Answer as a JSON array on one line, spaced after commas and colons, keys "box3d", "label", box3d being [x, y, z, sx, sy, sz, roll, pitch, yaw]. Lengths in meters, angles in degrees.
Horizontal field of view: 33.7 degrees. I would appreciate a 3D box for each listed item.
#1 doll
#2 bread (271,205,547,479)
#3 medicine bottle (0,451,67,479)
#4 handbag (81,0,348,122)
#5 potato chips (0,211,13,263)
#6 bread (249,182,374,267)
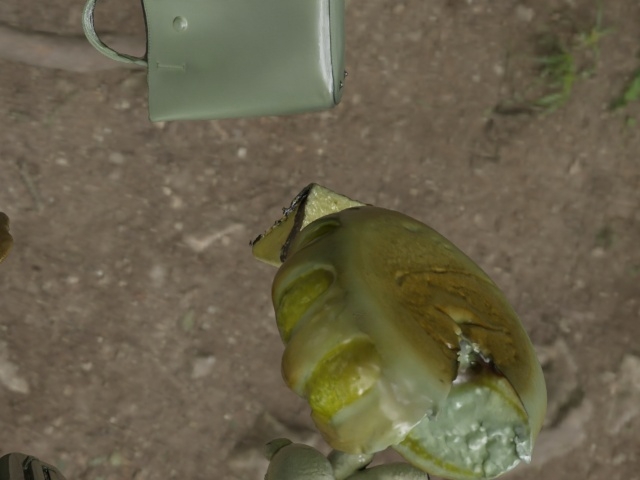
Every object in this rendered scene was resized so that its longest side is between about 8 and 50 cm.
[{"box3d": [0.039, 0.400, 1.608, 0.278, 0.175, 0.149, 11, 111, -16], "label": "doll"}, {"box3d": [0.081, 0.107, 1.060, 0.160, 0.333, 0.333, -42, 153, 26], "label": "bread"}, {"box3d": [-0.420, 0.440, 1.403, 0.123, 0.375, 0.282, 27, 87, -18], "label": "medicine bottle"}, {"box3d": [-0.128, -0.246, 1.196, 0.109, 0.315, 0.241, -74, 164, -67], "label": "handbag"}, {"box3d": [-0.546, 0.026, 1.562, 0.062, 0.208, 0.195, 44, 57, -37], "label": "potato chips"}, {"box3d": [0.000, 0.000, 1.458, 0.147, 0.127, 0.152, 26, 88, -37], "label": "bread"}]
